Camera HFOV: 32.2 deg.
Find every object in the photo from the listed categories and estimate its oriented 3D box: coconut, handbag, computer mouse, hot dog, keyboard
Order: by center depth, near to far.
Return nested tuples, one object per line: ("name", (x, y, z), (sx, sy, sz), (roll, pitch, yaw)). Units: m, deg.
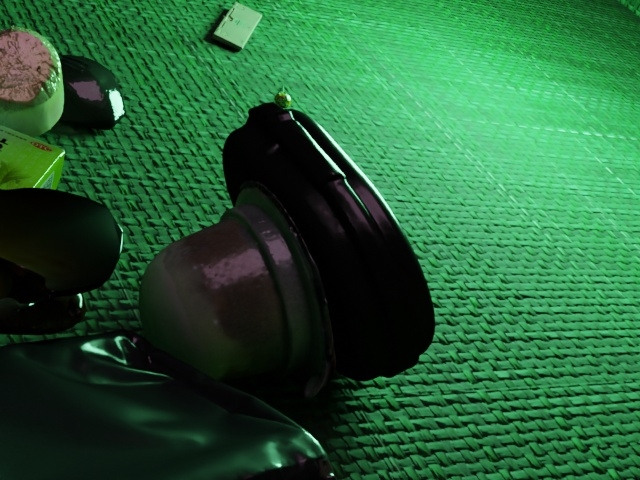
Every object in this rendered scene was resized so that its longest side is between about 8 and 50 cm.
("handbag", (-0.169, 0.189, 0.733), (0.275, 0.178, 0.301), (28, 24, 38))
("hot dog", (-0.302, 0.034, 0.756), (0.326, 0.107, 0.194), (12, 30, -24))
("handbag", (-0.001, 0.001, 1.097), (0.093, 0.254, 0.308), (-28, 51, -13))
("coconut", (-0.347, -0.173, 1.250), (0.116, 0.122, 0.116), (5, 70, -14))
("computer mouse", (-0.306, -0.197, 1.372), (0.172, 0.057, 0.099), (38, 40, 26))
("keyboard", (-0.134, -0.342, 1.770), (0.055, 0.017, 0.166), (26, 29, -6))

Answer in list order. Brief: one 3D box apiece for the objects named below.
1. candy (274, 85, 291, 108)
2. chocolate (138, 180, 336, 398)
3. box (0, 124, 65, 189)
("candy", (-0.056, -0.214, 1.618), (0.025, 0.023, 0.083), (3, 26, -5))
("chocolate", (-0.088, 0.067, 1.022), (0.147, 0.221, 0.221), (-26, 51, -20))
("box", (-0.409, -0.079, 1.105), (0.260, 0.062, 0.175), (21, 30, -4))
